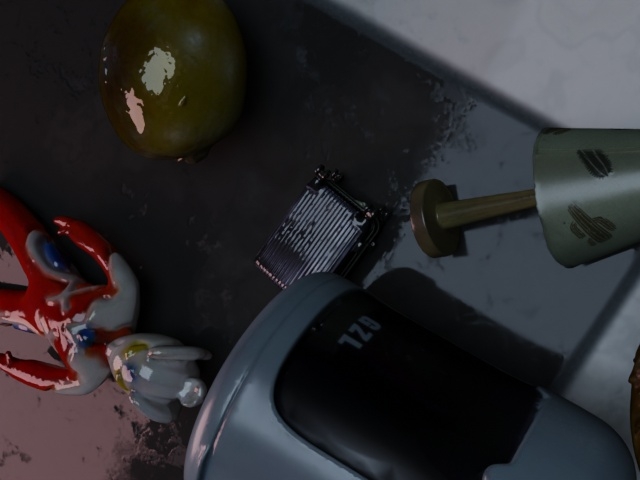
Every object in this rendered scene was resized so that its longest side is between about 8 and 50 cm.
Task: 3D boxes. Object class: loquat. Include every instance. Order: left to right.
[{"bbox_3d":[-0.144,-0.171,0.882,0.152,0.152,0.195,-6,95,22],"label":"loquat"}]

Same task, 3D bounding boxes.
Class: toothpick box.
[{"bbox_3d":[0.091,0.211,0.741,0.355,0.263,0.262,27,99,19],"label":"toothpick box"}]

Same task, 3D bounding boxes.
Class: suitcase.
[{"bbox_3d":[0.000,0.000,0.866,0.086,0.059,0.126,40,103,19],"label":"suitcase"}]

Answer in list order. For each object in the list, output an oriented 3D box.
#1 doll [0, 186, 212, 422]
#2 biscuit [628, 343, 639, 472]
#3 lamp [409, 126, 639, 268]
[{"bbox_3d":[-0.268,0.077,0.961,0.384,0.099,0.188,26,98,24],"label":"doll"},{"bbox_3d":[0.390,0.124,0.664,0.318,0.040,0.317,0,96,4],"label":"biscuit"},{"bbox_3d":[0.187,-0.033,0.764,0.215,0.121,0.121,-12,85,34],"label":"lamp"}]
